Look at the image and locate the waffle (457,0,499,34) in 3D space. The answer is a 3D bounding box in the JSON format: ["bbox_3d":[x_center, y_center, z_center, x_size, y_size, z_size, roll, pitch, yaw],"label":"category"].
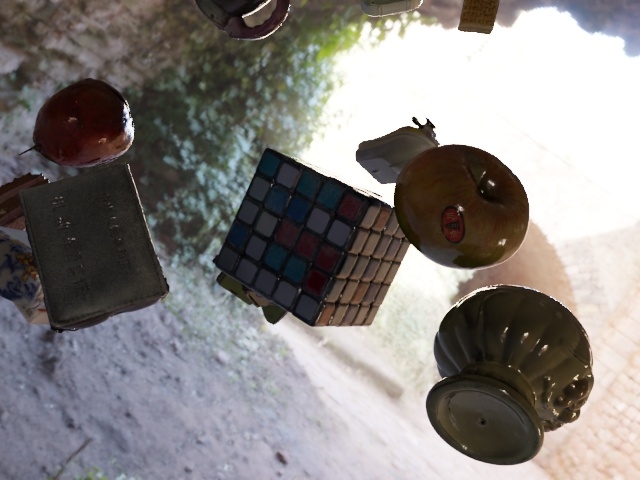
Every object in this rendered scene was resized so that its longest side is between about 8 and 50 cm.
[{"bbox_3d":[0.439,-0.637,2.099,0.102,0.148,0.042,10,-23,15],"label":"waffle"}]

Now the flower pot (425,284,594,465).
[{"bbox_3d":[0.338,0.262,1.417,0.307,0.307,0.244,37,47,4],"label":"flower pot"}]

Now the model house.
[{"bbox_3d":[-0.215,0.102,2.130,0.278,0.218,0.205,9,45,-37],"label":"model house"}]

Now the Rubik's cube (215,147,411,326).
[{"bbox_3d":[0.000,0.000,1.654,0.291,0.287,0.293,29,9,27],"label":"Rubik's cube"}]

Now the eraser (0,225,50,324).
[{"bbox_3d":[-0.541,0.064,1.415,0.230,0.038,0.157,47,9,17],"label":"eraser"}]

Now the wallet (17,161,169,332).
[{"bbox_3d":[-0.315,0.007,1.060,0.036,0.167,0.222,110,-39,-70],"label":"wallet"}]

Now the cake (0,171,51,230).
[{"bbox_3d":[-0.704,-0.035,1.656,0.116,0.295,0.113,38,-24,26],"label":"cake"}]

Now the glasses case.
[{"bbox_3d":[-0.515,0.022,1.174,0.247,0.087,0.065,26,9,16],"label":"glasses case"}]

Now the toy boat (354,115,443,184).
[{"bbox_3d":[0.196,-0.205,1.739,0.140,0.141,0.269,36,-29,-22],"label":"toy boat"}]

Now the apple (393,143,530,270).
[{"bbox_3d":[0.267,-0.063,1.448,0.260,0.261,0.194,37,-39,-5],"label":"apple"}]

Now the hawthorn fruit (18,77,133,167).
[{"bbox_3d":[-0.493,-0.217,1.536,0.181,0.235,0.181,44,-23,24],"label":"hawthorn fruit"}]

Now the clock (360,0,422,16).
[{"bbox_3d":[0.161,-0.643,1.848,0.062,0.151,0.191,73,7,-73],"label":"clock"}]

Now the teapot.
[{"bbox_3d":[-0.113,-0.379,1.147,0.148,0.146,0.116,39,31,-11],"label":"teapot"}]
